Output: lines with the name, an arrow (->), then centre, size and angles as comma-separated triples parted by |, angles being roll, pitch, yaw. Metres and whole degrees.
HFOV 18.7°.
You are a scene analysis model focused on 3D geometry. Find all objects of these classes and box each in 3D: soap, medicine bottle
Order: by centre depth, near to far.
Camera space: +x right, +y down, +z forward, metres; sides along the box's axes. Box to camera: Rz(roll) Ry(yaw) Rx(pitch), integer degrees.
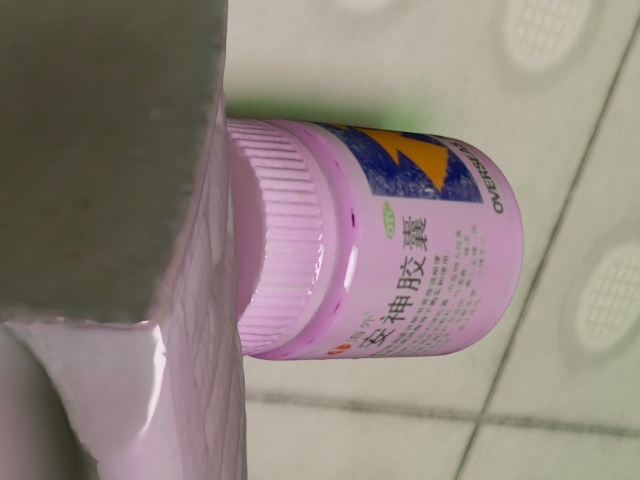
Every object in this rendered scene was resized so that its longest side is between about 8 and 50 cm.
soap -> -0.156, 0.105, 1.157 | 0.213, 0.350, 0.435 | 0, 127, 2
medicine bottle -> 0.000, 0.000, 1.442 | 0.291, 0.178, 0.178 | 4, 108, -48
